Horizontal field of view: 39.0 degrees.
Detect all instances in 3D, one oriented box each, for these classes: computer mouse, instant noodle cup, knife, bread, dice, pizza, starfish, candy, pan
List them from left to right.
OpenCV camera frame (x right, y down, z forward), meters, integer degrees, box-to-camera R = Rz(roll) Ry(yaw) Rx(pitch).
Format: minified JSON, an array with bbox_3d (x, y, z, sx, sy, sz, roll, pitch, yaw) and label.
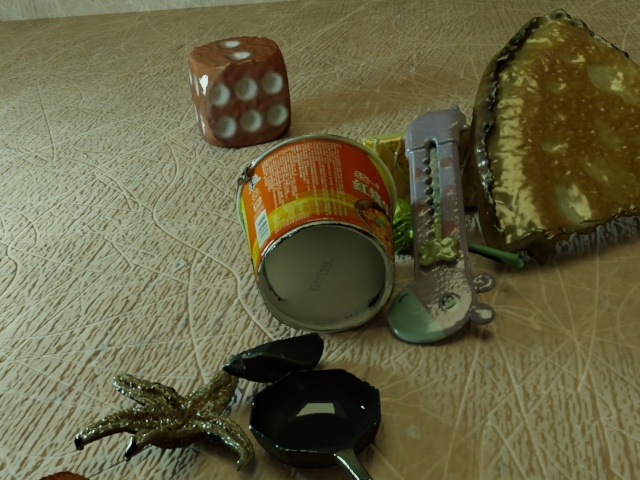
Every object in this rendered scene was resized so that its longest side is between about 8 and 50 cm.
[{"bbox_3d":[-0.137,0.179,0.931,0.213,0.056,0.238,14,19,26],"label":"starfish"},{"bbox_3d":[-0.156,-0.286,1.731,0.175,0.173,0.179,-10,26,-9],"label":"dice"},{"bbox_3d":[-0.045,0.132,0.979,0.079,0.047,0.135,-25,-14,36],"label":"computer mouse"},{"bbox_3d":[-0.004,0.197,0.862,0.129,0.048,0.202,-6,25,5],"label":"pan"},{"bbox_3d":[0.000,0.000,1.104,0.213,0.213,0.174,-7,35,1],"label":"instant noodle cup"},{"bbox_3d":[0.159,-0.104,1.339,0.189,0.125,0.068,-9,15,-6],"label":"bread"},{"bbox_3d":[0.147,-0.039,1.158,0.132,0.038,0.398,-10,46,15],"label":"knife"},{"bbox_3d":[0.159,0.000,1.187,0.262,0.073,0.077,19,59,47],"label":"candy"},{"bbox_3d":[0.362,-0.171,1.292,0.435,0.080,0.391,-12,61,-20],"label":"pizza"}]

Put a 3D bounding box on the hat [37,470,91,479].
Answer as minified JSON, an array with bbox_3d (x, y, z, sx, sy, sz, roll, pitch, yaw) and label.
[{"bbox_3d":[-0.186,0.267,0.751,0.162,0.093,0.112,26,48,20],"label":"hat"}]
